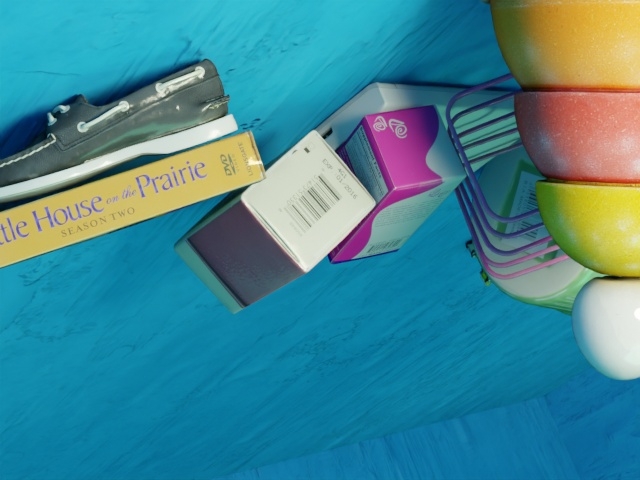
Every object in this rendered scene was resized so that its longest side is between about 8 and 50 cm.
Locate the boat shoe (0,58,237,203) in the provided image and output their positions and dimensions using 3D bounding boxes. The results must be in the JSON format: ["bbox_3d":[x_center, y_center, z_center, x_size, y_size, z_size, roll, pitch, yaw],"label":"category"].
[{"bbox_3d":[-0.244,-0.116,1.597,0.302,0.091,0.114,-19,-176,-17],"label":"boat shoe"}]

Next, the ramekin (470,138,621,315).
[{"bbox_3d":[0.370,-0.035,2.229,0.148,0.303,0.303,5,149,-42],"label":"ramekin"}]

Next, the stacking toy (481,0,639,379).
[{"bbox_3d":[0.354,-0.082,1.647,0.350,0.480,0.350,-1,-174,0],"label":"stacking toy"}]

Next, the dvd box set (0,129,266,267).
[{"bbox_3d":[-0.286,-0.025,1.695,0.420,0.062,0.307,-19,-178,-9],"label":"dvd box set"}]

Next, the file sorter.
[{"bbox_3d":[0.275,-0.087,1.965,0.182,0.202,0.291,-20,162,0],"label":"file sorter"}]

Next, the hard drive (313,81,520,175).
[{"bbox_3d":[0.125,-0.136,2.040,0.353,0.047,0.233,-2,153,-46],"label":"hard drive"}]

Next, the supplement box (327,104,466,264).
[{"bbox_3d":[0.081,-0.070,1.919,0.111,0.114,0.220,-11,160,-28],"label":"supplement box"}]

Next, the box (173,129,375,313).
[{"bbox_3d":[-0.062,-0.019,1.882,0.148,0.127,0.232,-45,-173,-30],"label":"box"}]

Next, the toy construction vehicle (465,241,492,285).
[{"bbox_3d":[0.302,0.040,2.698,0.035,0.086,0.098,-28,162,-2],"label":"toy construction vehicle"}]
